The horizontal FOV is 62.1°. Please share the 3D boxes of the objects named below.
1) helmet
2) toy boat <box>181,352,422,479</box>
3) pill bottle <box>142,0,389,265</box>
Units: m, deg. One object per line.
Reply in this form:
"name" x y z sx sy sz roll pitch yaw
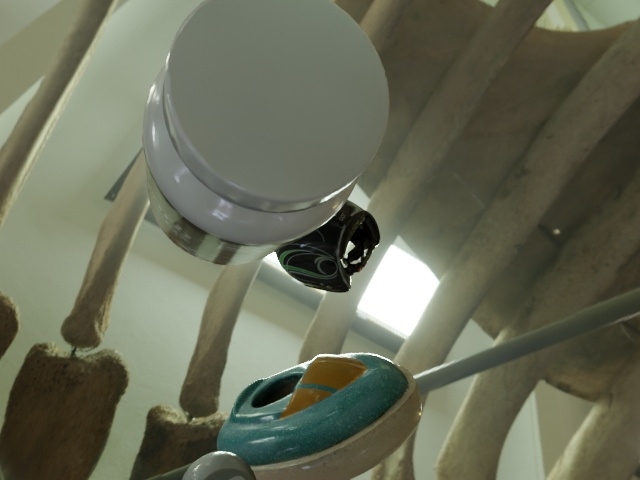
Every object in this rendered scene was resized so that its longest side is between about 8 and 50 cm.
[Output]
"helmet" 0.000 0.000 0.891 0.169 0.162 0.169 -21 -63 -51
"toy boat" -0.030 0.215 0.576 0.148 0.267 0.318 63 -157 -8
"pill bottle" -0.077 -0.090 0.561 0.210 0.363 0.210 2 -98 -16
